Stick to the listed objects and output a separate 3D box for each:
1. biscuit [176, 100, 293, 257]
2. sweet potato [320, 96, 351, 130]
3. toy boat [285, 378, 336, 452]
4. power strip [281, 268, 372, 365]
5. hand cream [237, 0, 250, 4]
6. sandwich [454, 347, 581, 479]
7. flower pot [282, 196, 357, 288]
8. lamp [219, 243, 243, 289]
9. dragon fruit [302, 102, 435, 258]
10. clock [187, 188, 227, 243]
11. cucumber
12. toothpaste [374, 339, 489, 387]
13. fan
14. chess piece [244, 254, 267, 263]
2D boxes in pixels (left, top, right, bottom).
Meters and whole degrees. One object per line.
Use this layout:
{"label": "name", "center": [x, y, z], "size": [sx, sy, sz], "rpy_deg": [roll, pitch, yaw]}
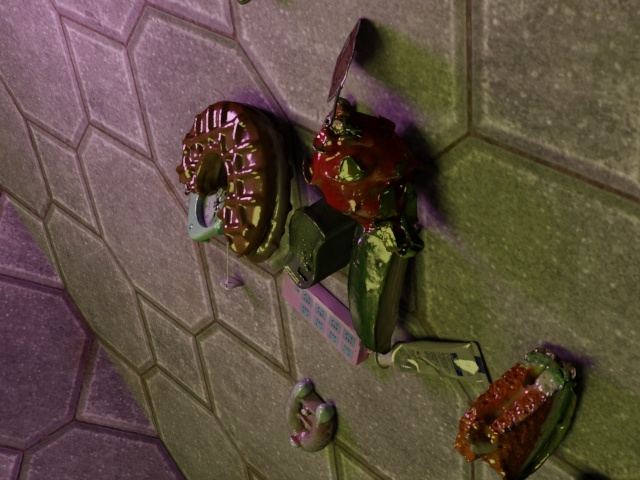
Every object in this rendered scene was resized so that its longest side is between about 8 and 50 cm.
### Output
{"label": "biscuit", "center": [-0.175, -0.150, 1.966], "size": [0.366, 0.115, 0.268], "rpy_deg": [45, 124, 43]}
{"label": "sweet potato", "center": [0.042, -0.159, 1.776], "size": [0.081, 0.062, 0.233], "rpy_deg": [8, 121, 36]}
{"label": "toy boat", "center": [-0.038, 0.462, 2.429], "size": [0.155, 0.085, 0.227], "rpy_deg": [42, 146, 25]}
{"label": "power strip", "center": [0.011, 0.164, 2.132], "size": [0.279, 0.037, 0.109], "rpy_deg": [41, 146, 27]}
{"label": "hand cream", "center": [-0.216, -0.585, 1.776], "size": [0.340, 0.078, 0.124], "rpy_deg": [62, 151, 10]}
{"label": "sandwich", "center": [0.334, 0.313, 1.648], "size": [0.109, 0.212, 0.292], "rpy_deg": [54, 167, 38]}
{"label": "flower pot", "center": [0.000, 0.000, 1.931], "size": [0.103, 0.108, 0.229], "rpy_deg": [46, 147, 22]}
{"label": "lamp", "center": [-0.219, 0.033, 2.369], "size": [0.050, 0.056, 0.198], "rpy_deg": [34, 131, 37]}
{"label": "dragon fruit", "center": [0.092, -0.100, 1.614], "size": [0.269, 0.198, 0.200], "rpy_deg": [60, -175, 17]}
{"label": "clock", "center": [-0.221, -0.081, 2.159], "size": [0.211, 0.066, 0.159], "rpy_deg": [-9, 70, 49]}
{"label": "cucumber", "center": [0.099, 0.087, 1.832], "size": [0.145, 0.105, 0.325], "rpy_deg": [37, 137, 34]}
{"label": "toothpaste", "center": [0.220, 0.236, 1.885], "size": [0.266, 0.061, 0.096], "rpy_deg": [-2, 114, 49]}
{"label": "fan", "center": [0.034, -0.268, 1.573], "size": [0.009, 0.220, 0.132], "rpy_deg": [19, 141, -10]}
{"label": "chess piece", "center": [-0.180, -0.024, 2.208], "size": [0.170, 0.094, 0.094], "rpy_deg": [37, 144, 46]}
